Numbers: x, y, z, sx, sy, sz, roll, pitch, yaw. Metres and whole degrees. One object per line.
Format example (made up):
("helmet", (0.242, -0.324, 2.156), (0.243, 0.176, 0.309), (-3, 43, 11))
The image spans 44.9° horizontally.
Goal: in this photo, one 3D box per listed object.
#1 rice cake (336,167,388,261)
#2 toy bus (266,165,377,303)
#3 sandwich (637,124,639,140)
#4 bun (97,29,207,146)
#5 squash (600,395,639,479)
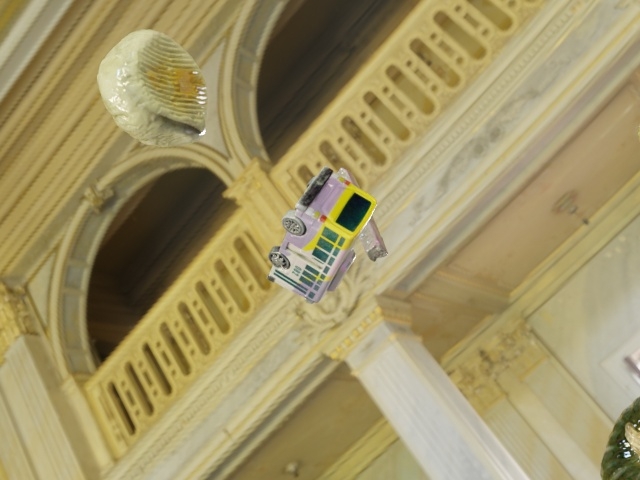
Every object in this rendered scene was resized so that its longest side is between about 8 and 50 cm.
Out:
("rice cake", (0.066, -0.048, 1.310), (0.036, 0.207, 0.047), (-25, -44, 6))
("toy bus", (0.000, 0.000, 0.578), (0.052, 0.058, 0.102), (-55, -6, -37))
("sandwich", (0.604, -0.235, 1.118), (0.249, 0.095, 0.273), (1, -56, -29))
("bun", (-0.330, -0.278, 1.492), (0.153, 0.244, 0.244), (-24, -22, 29))
("squash", (0.436, 0.272, 0.918), (0.172, 0.218, 0.218), (12, -55, -35))
